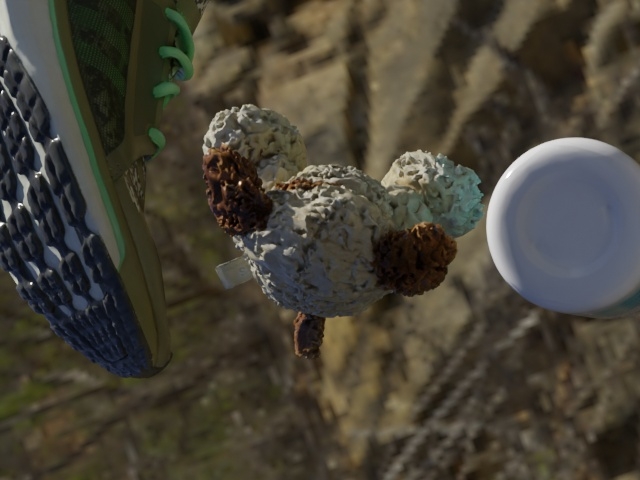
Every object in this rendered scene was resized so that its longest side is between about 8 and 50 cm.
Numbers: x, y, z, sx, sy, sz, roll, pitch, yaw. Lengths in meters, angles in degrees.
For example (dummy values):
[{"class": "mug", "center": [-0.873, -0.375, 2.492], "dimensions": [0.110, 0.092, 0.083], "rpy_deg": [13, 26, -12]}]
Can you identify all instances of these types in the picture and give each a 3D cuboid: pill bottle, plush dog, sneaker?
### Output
[{"class": "pill bottle", "center": [0.241, -0.005, 1.736], "dimensions": [0.146, 0.146, 0.264], "rpy_deg": [71, -165, 9]}, {"class": "plush dog", "center": [0.000, 0.000, 1.734], "dimensions": [0.225, 0.262, 0.210], "rpy_deg": [37, -111, -86]}, {"class": "sneaker", "center": [-0.130, -0.119, 1.262], "dimensions": [0.158, 0.182, 0.410], "rpy_deg": [-15, 89, 61]}]
